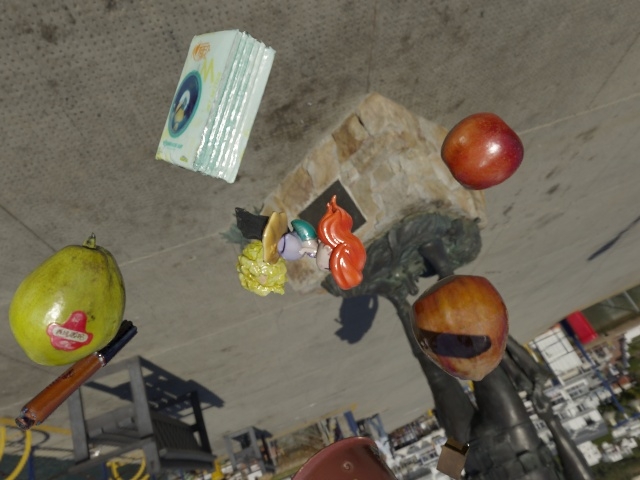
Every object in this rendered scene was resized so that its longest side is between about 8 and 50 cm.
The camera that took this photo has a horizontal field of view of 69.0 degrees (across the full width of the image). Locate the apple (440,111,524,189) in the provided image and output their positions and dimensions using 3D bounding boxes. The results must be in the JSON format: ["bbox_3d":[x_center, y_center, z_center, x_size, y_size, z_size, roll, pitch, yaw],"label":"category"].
[{"bbox_3d":[0.467,-0.258,1.348,0.201,0.218,0.218,-39,151,26],"label":"apple"}]

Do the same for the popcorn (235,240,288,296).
[{"bbox_3d":[-0.254,0.121,2.002,0.212,0.259,0.259,-9,151,-21],"label":"popcorn"}]

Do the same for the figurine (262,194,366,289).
[{"bbox_3d":[-0.002,0.002,1.202,0.257,0.208,0.181,12,140,12],"label":"figurine"}]

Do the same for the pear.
[{"bbox_3d":[-0.688,0.158,1.302,0.287,0.287,0.375,17,91,-54],"label":"pear"}]

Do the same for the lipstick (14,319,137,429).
[{"bbox_3d":[-0.699,0.381,1.370,0.077,0.077,0.418,-43,-174,35],"label":"lipstick"}]

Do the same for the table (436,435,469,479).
[{"bbox_3d":[0.395,0.636,1.373,0.082,0.070,0.083,-13,117,-58],"label":"table"}]

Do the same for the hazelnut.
[{"bbox_3d":[0.489,0.303,1.638,0.365,0.366,0.366,-19,154,-10],"label":"hazelnut"}]

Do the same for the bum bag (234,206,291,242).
[{"bbox_3d":[-0.189,-0.042,1.540,0.060,0.248,0.123,-40,132,-32],"label":"bum bag"}]

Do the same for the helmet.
[{"bbox_3d":[0.055,0.603,0.896,0.385,0.230,0.338,-34,131,-29],"label":"helmet"}]

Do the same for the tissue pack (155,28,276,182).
[{"bbox_3d":[-0.308,-0.381,1.333,0.162,0.287,0.388,16,94,-42],"label":"tissue pack"}]
